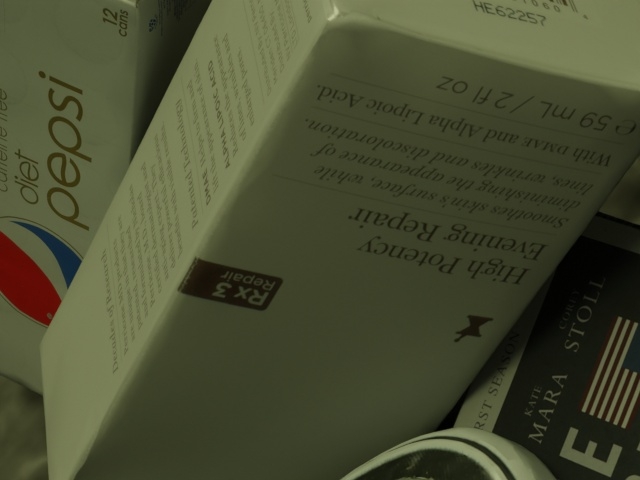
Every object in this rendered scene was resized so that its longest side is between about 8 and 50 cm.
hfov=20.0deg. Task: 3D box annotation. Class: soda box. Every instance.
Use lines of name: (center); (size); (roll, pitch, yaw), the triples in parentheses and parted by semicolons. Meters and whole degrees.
soda box: (-0.084, -0.032, 0.661); (0.074, 0.216, 0.069); (24, 47, 14)

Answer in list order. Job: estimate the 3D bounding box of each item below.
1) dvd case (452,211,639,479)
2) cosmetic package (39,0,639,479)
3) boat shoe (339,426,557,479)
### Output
dvd case: (0.132, 0.101, 0.528); (0.238, 0.029, 0.179); (20, 87, 40)
cosmetic package: (0.000, 0.000, 0.582); (0.085, 0.117, 0.231); (-103, 32, -44)
boat shoe: (-0.054, 0.167, 0.547); (0.306, 0.105, 0.113); (-41, 52, 9)
